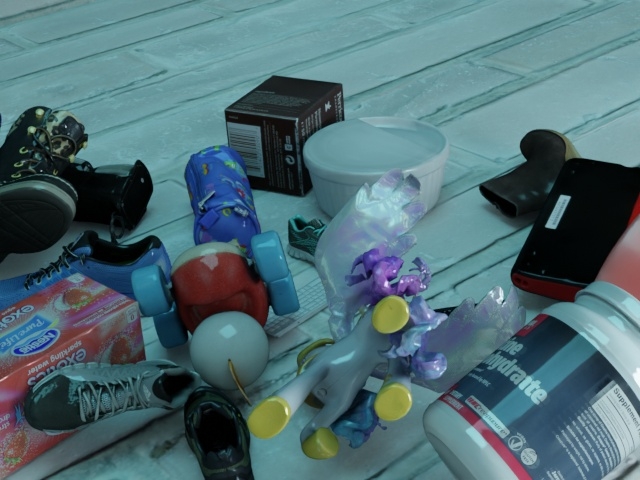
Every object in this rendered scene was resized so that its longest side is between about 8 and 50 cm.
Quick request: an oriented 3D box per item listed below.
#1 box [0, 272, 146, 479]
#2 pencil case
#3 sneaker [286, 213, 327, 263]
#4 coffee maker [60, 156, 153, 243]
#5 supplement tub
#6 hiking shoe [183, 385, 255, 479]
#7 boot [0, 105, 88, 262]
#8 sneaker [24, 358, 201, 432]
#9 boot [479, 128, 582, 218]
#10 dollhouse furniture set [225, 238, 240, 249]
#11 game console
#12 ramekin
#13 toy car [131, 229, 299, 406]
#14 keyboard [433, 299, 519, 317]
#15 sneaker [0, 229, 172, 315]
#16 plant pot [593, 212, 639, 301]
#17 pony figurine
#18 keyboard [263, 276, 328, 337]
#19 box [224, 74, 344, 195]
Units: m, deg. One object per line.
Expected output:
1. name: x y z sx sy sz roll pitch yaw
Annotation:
1. box: -0.398 0.188 1.452 0.142 0.154 0.300 21 37 36
2. pencil case: -0.183 -0.071 1.913 0.119 0.133 0.306 -37 28 9
3. sneaker: 0.000 0.000 1.801 0.167 0.076 0.065 15 35 39
4. coffee maker: -0.430 -0.083 1.977 0.178 0.120 0.171 5 31 18
5. supplement tub: 0.274 0.194 1.225 0.272 0.191 0.191 -38 37 -9
6. hiking shoe: -0.130 0.239 1.357 0.086 0.114 0.227 -12 30 -14
7. boot: -0.493 -0.110 1.807 0.377 0.138 0.284 -24 36 48
8. sneaker: -0.259 0.194 1.366 0.229 0.086 0.132 -11 0 -35
9. boot: 0.387 -0.130 1.977 0.207 0.090 0.248 -13 34 -19
10. dollhouse furniture set: -0.188 0.056 1.746 0.114 0.091 0.081 -24 19 -25
11. game console: 0.523 -0.001 1.717 0.342 0.060 0.386 11 38 22
12. ramekin: 0.107 -0.126 1.973 0.273 0.127 0.273 -4 29 2
13. toy car: -0.132 0.142 1.517 0.219 0.210 0.238 -15 58 -1
14. keyboard: 0.216 0.117 1.612 0.192 0.038 0.100 -9 29 -7
15. sneaker: -0.402 0.053 1.700 0.330 0.147 0.129 -11 29 -10
16. plant pot: 0.505 0.108 1.380 0.243 0.274 0.275 30 43 31
17. pony figurine: 0.068 0.120 1.337 0.351 0.303 0.363 -41 2 6
18. keyboard: -0.010 0.089 1.716 0.072 0.014 0.256 21 37 38
19. box: -0.067 -0.215 2.113 0.167 0.168 0.203 10 33 25
